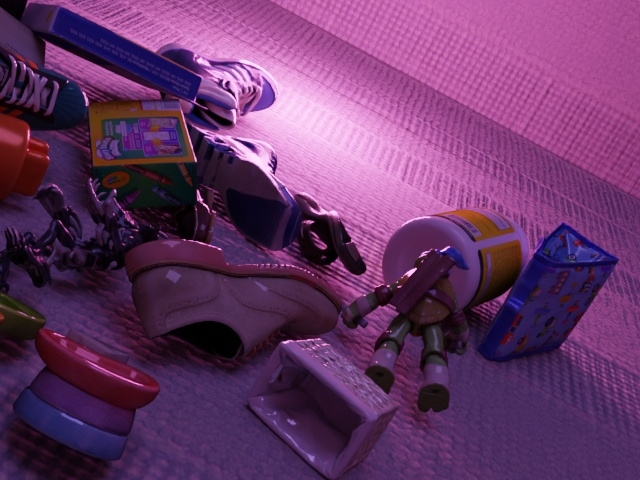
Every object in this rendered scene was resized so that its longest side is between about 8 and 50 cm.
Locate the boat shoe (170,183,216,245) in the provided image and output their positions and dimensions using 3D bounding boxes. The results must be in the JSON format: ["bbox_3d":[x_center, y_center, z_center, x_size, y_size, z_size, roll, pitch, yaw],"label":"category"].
[{"bbox_3d":[-0.216,-0.041,1.806,0.073,0.073,0.207,20,16,-16],"label":"boat shoe"}]

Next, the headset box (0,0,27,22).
[{"bbox_3d":[-0.681,-0.454,1.950,0.293,0.218,0.110,1,33,-50],"label":"headset box"}]

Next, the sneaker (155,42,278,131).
[{"bbox_3d":[-0.198,-0.289,2.311,0.323,0.130,0.236,15,34,-38],"label":"sneaker"}]

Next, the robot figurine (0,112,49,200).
[{"bbox_3d":[-0.510,-0.135,1.583,0.219,0.128,0.158,19,63,-24],"label":"robot figurine"}]

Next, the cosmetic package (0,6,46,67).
[{"bbox_3d":[-0.560,-0.290,1.833,0.160,0.113,0.309,37,15,-29],"label":"cosmetic package"}]

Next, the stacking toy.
[{"bbox_3d":[-0.352,0.153,1.244,0.309,0.130,0.279,28,-4,-10],"label":"stacking toy"}]

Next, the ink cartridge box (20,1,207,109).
[{"bbox_3d":[-0.379,-0.349,2.018,0.304,0.072,0.307,24,-1,-32],"label":"ink cartridge box"}]

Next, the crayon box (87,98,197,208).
[{"bbox_3d":[-0.306,-0.151,1.837,0.165,0.081,0.278,-4,30,-12],"label":"crayon box"}]

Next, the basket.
[{"bbox_3d":[0.006,0.217,1.450,0.167,0.113,0.103,39,22,22],"label":"basket"}]

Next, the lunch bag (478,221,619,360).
[{"bbox_3d":[0.405,0.107,2.014,0.138,0.221,0.293,37,23,20],"label":"lunch bag"}]

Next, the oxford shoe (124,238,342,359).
[{"bbox_3d":[-0.116,0.111,1.568,0.397,0.140,0.146,14,58,-43],"label":"oxford shoe"}]

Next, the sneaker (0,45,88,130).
[{"bbox_3d":[-0.481,-0.235,1.628,0.302,0.108,0.121,16,-2,-31],"label":"sneaker"}]

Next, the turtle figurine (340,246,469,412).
[{"bbox_3d":[0.138,0.162,1.744,0.198,0.275,0.266,44,37,-24],"label":"turtle figurine"}]

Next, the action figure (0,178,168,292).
[{"bbox_3d":[-0.333,-0.017,1.498,0.164,0.141,0.276,-10,5,36],"label":"action figure"}]

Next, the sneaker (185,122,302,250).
[{"bbox_3d":[-0.124,-0.118,2.001,0.315,0.127,0.182,40,27,29],"label":"sneaker"}]

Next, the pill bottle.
[{"bbox_3d":[0.270,0.034,2.057,0.188,0.188,0.334,38,24,23],"label":"pill bottle"}]

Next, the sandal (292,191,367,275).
[{"bbox_3d":[0.000,0.001,1.955,0.120,0.086,0.303,60,-8,-23],"label":"sandal"}]
